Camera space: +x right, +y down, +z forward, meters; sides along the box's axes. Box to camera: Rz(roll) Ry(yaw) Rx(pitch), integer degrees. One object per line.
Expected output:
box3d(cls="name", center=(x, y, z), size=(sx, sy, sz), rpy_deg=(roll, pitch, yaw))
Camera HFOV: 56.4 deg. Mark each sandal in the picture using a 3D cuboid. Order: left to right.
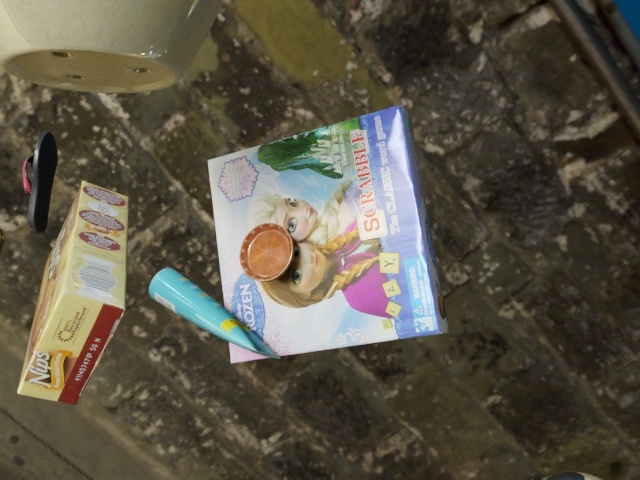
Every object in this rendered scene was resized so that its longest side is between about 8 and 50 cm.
box3d(cls="sandal", center=(-0.495, -0.103, 1.036), size=(0.067, 0.040, 0.179), rpy_deg=(28, 69, -85))

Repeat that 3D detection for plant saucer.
box3d(cls="plant saucer", center=(-0.074, 0.017, 0.826), size=(0.084, 0.083, 0.013), rpy_deg=(60, 11, 26))

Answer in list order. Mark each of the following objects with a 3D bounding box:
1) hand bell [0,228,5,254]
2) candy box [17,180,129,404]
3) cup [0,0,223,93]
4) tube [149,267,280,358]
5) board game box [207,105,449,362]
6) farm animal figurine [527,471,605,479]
box3d(cls="hand bell", center=(-0.758, -0.029, 1.160), size=(0.242, 0.126, 0.126), rpy_deg=(29, 15, 5))
box3d(cls="candy box", center=(-0.365, 0.064, 0.905), size=(0.087, 0.183, 0.316), rpy_deg=(22, 23, -27))
box3d(cls="cup", center=(-0.224, -0.281, 0.589), size=(0.331, 0.330, 0.237), rpy_deg=(-5, 95, -71))
box3d(cls="tube", center=(-0.150, 0.107, 0.825), size=(0.207, 0.052, 0.080), rpy_deg=(29, -1, 25))
box3d(cls="board game box", center=(0.000, 0.000, 0.871), size=(0.066, 0.317, 0.319), rpy_deg=(16, 63, -67))
box3d(cls="farm animal figurine", center=(0.282, 0.231, 0.418), size=(0.330, 0.326, 0.172), rpy_deg=(-6, 87, -46))
